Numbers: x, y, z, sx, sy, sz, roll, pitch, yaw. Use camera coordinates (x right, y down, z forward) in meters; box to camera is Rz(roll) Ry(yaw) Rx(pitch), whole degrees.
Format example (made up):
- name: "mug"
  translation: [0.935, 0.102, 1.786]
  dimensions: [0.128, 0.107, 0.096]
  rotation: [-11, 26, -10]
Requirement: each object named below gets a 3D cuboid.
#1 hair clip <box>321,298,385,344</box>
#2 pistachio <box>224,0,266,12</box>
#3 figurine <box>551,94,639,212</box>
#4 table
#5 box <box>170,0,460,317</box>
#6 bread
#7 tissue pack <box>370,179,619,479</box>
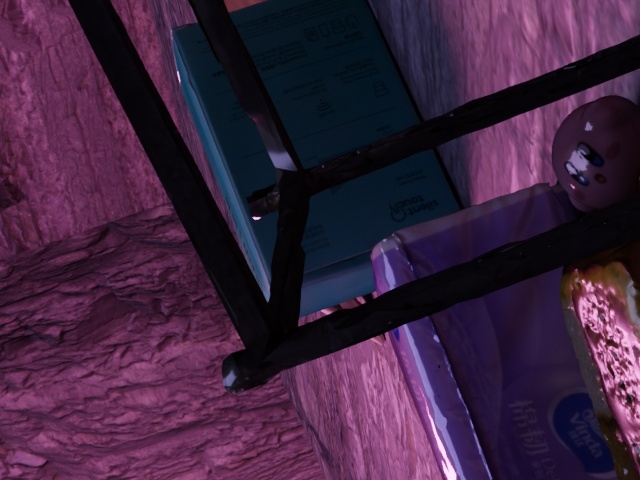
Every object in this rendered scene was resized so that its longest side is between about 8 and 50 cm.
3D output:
- name: "hair clip"
  translation: [-0.015, 0.012, 2.046]
  dimensions: [0.172, 0.113, 0.282]
  rotation: [-127, 19, -63]
- name: "pistachio"
  translation: [-0.074, -0.282, 1.759]
  dimensions: [0.108, 0.126, 0.185]
  rotation: [-4, 114, 48]
- name: "figurine"
  translation: [0.174, -0.049, 0.895]
  dimensions: [0.071, 0.067, 0.083]
  rotation: [34, 138, 4]
- name: "table"
  translation: [0.018, -0.164, 0.629]
  dimensions: [0.222, 0.272, 0.335]
  rotation: [-85, -28, -67]
- name: "box"
  translation: [-0.007, -0.091, 1.478]
  dimensions: [0.118, 0.205, 0.311]
  rotation: [87, 161, -67]
- name: "bread"
  translation: [0.221, 0.098, 0.860]
  dimensions: [0.181, 0.096, 0.222]
  rotation: [-174, 64, -83]
- name: "tissue pack"
  translation: [0.160, 0.142, 1.072]
  dimensions: [0.242, 0.160, 0.338]
  rotation: [69, -178, -81]
